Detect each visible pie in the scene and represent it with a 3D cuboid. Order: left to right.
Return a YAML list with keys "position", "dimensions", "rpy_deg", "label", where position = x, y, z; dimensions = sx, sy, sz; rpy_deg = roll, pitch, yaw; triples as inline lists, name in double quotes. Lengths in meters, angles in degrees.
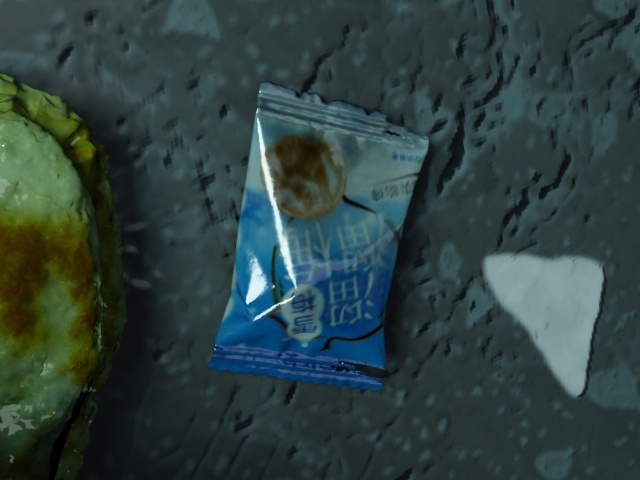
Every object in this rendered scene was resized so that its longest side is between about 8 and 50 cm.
- position: [-0.166, 0.047, 0.514]
  dimensions: [0.201, 0.090, 0.248]
  rpy_deg: [4, 108, -29]
  label: "pie"

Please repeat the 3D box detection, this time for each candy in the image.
- position: [0.001, 0.000, 0.617]
  dimensions: [0.088, 0.038, 0.136]
  rpy_deg: [10, 94, -15]
  label: "candy"
